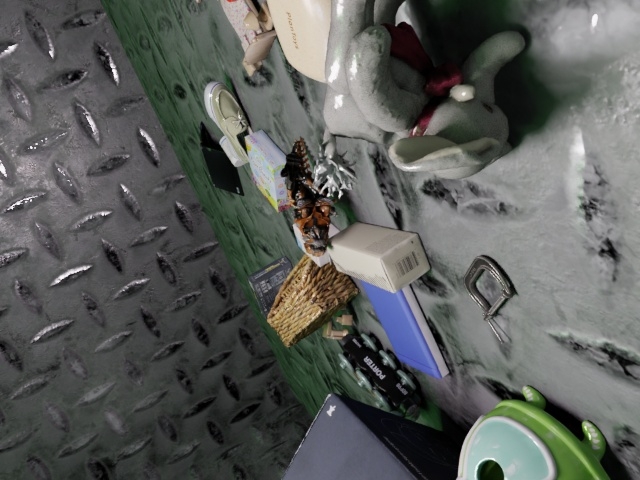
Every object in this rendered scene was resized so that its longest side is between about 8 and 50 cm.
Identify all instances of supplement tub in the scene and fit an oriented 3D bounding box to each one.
[{"bbox_3d":[-0.308,-0.327,1.876,0.107,0.071,0.071,55,161,12],"label":"supplement tub"}]

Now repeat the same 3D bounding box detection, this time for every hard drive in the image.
[{"bbox_3d":[0.204,0.195,1.366,0.318,0.040,0.210,64,162,-12],"label":"hard drive"}]

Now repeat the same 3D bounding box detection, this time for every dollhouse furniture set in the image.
[{"bbox_3d":[0.093,0.263,1.782,0.144,0.123,0.151,167,109,-70],"label":"dollhouse furniture set"},{"bbox_3d":[-0.254,-0.568,1.209,0.303,0.174,0.355,61,161,-1],"label":"dollhouse furniture set"}]

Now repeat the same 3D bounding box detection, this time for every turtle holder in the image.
[{"bbox_3d":[0.400,0.458,0.952,0.320,0.227,0.243,49,158,31],"label":"turtle holder"}]

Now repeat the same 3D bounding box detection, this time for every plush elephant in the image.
[{"bbox_3d":[0.141,-0.187,0.678,0.272,0.256,0.329,-44,-33,-70],"label":"plush elephant"}]

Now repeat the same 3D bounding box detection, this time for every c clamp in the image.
[{"bbox_3d":[0.318,0.102,0.967,0.137,0.022,0.160,55,163,30],"label":"c clamp"}]

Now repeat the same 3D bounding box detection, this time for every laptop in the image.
[{"bbox_3d":[-0.422,-0.350,2.234,0.234,0.137,0.264,83,177,-48],"label":"laptop"}]

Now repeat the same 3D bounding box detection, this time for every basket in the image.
[{"bbox_3d":[-0.067,0.173,1.648,0.223,0.214,0.299,55,140,13],"label":"basket"}]

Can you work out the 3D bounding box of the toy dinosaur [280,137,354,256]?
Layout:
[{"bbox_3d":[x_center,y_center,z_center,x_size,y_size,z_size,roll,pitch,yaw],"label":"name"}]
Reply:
[{"bbox_3d":[-0.038,-0.124,1.302,0.322,0.164,0.218,56,156,23],"label":"toy dinosaur"}]

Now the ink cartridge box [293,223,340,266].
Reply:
[{"bbox_3d":[0.000,0.000,1.529,0.143,0.090,0.092,42,155,40],"label":"ink cartridge box"}]

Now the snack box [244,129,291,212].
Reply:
[{"bbox_3d":[-0.160,-0.218,1.653,0.174,0.070,0.207,50,157,30],"label":"snack box"}]

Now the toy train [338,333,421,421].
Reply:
[{"bbox_3d":[0.187,0.433,1.643,0.334,0.142,0.190,42,166,39],"label":"toy train"}]

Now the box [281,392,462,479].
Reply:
[{"bbox_3d":[0.237,0.660,1.256,0.472,0.297,0.480,31,179,-31],"label":"box"}]

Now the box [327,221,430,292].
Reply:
[{"bbox_3d":[0.125,0.032,1.221,0.094,0.113,0.275,65,163,-17],"label":"box"}]

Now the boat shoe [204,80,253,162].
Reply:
[{"bbox_3d":[-0.273,-0.380,1.692,0.094,0.109,0.302,23,151,37],"label":"boat shoe"}]

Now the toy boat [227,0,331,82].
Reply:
[{"bbox_3d":[-0.041,-0.442,0.929,0.318,0.148,0.267,40,159,30],"label":"toy boat"}]

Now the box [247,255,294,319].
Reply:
[{"bbox_3d":[-0.189,0.200,2.178,0.059,0.183,0.232,43,156,43],"label":"box"}]
